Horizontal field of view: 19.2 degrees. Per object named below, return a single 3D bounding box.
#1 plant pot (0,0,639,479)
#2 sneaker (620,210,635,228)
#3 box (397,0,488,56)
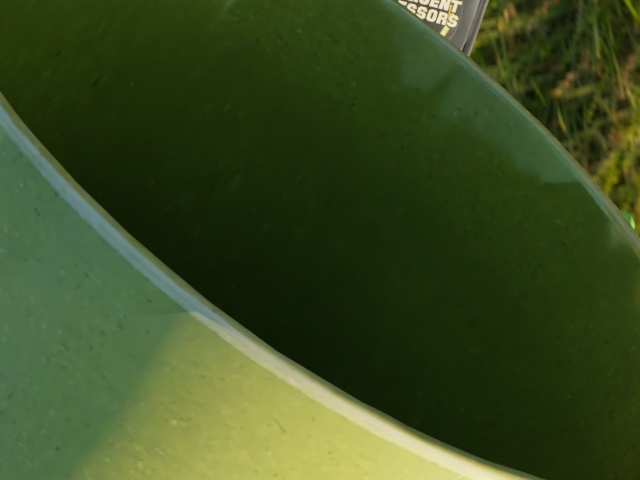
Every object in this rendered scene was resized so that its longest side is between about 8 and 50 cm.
[{"bbox_3d":[-0.075,0.074,0.597,0.275,0.275,0.293,35,114,-8],"label":"plant pot"},{"bbox_3d":[0.116,0.045,1.102,0.146,0.343,0.134,-49,130,-14],"label":"sneaker"},{"bbox_3d":[-0.023,-0.323,1.593,0.395,0.097,0.318,14,107,-16],"label":"box"}]
